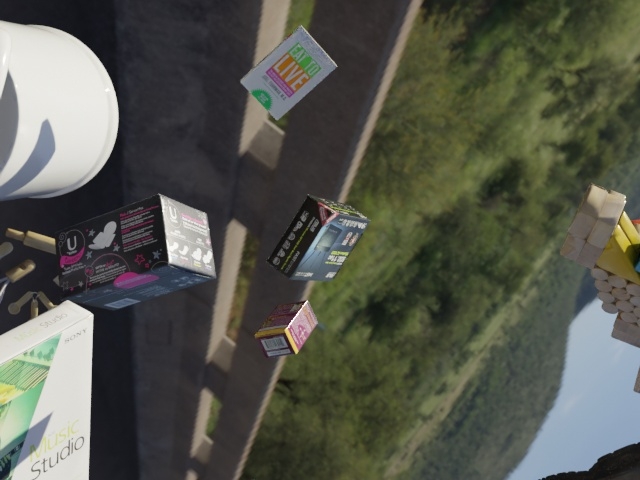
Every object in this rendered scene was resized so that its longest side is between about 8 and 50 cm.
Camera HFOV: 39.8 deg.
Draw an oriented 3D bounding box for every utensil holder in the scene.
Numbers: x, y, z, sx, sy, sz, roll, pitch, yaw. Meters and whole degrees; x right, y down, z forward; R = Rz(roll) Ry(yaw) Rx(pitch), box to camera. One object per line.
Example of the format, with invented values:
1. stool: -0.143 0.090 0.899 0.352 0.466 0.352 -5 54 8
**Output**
1. utensil holder: -0.567 -0.221 1.517 0.327 0.328 0.385 -54 179 10

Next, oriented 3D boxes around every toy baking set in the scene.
1. toy baking set: -0.605 0.074 1.795 0.030 0.256 0.196 141 -30 -70

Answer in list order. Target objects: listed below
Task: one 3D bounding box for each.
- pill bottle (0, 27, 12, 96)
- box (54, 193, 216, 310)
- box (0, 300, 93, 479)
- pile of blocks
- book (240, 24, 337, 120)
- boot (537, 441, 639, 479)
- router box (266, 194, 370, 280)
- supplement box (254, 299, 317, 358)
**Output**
1. pill bottle: -0.514 -0.220 1.044 0.146 0.264 0.146 -39 -137 50
2. box: -0.347 0.026 1.662 0.247 0.142 0.163 -17 162 22
3. box: -0.411 0.267 1.197 0.232 0.058 0.322 -33 137 -52
4. pile of blocks: 0.405 0.054 1.030 0.149 0.362 0.112 -2 -135 43
5. book: -0.057 -0.295 1.556 0.144 0.096 0.035 -41 -158 10
6. boot: 0.448 0.488 1.439 0.118 0.222 0.338 24 132 -40
7. router box: 0.000 0.000 1.031 0.092 0.038 0.122 -57 157 11
8. supplement box: -0.049 0.127 1.269 0.055 0.043 0.083 -13 -158 31
